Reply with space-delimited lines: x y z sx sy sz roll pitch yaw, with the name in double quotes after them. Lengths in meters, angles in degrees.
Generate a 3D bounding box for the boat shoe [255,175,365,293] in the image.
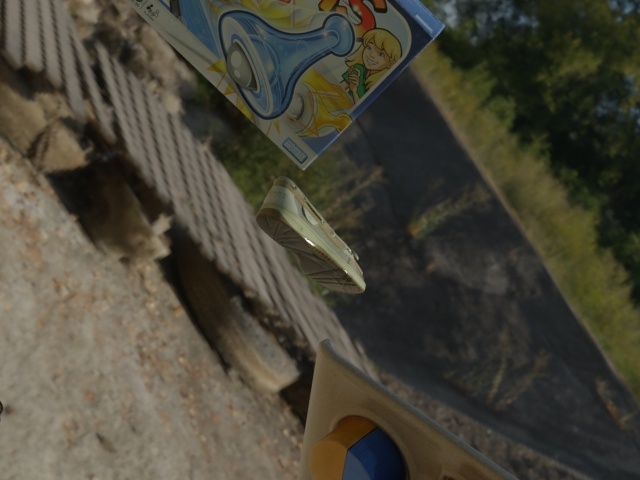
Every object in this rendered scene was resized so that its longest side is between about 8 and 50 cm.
-0.002 0.000 0.978 0.153 0.056 0.048 41 59 -37 "boat shoe"

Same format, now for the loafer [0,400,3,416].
-0.267 0.082 0.602 0.170 0.061 0.062 28 40 -38 "loafer"

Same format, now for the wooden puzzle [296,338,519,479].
0.081 0.314 1.039 0.348 0.080 0.322 36 -46 33 "wooden puzzle"

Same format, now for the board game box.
-0.037 -0.162 0.677 0.201 0.136 0.035 43 32 -5 "board game box"
